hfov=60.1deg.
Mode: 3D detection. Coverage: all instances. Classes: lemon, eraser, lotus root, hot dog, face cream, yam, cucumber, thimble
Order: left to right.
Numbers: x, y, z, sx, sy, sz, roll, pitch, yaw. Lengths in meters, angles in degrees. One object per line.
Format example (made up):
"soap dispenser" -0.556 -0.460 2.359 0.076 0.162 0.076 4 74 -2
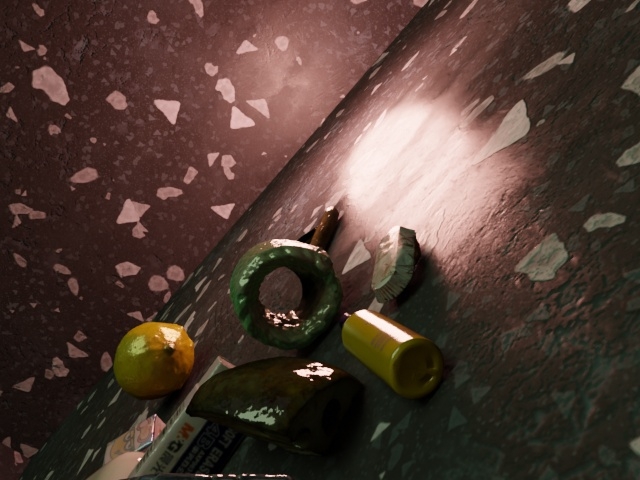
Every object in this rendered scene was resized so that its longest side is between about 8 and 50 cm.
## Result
"lemon" -0.498 0.359 1.655 0.288 0.233 0.233 -45 14 47
"eraser" -0.233 0.377 1.065 0.287 0.130 0.086 -55 13 -11
"lotus root" -0.080 0.246 0.879 0.314 0.210 0.142 -10 52 47
"thimble" -0.069 0.098 1.102 0.219 0.219 0.150 -51 15 -2
"cucumber" -0.034 -0.007 1.567 0.135 0.033 0.034 -32 21 47
"yam" 0.000 0.000 1.437 0.046 0.046 0.264 -36 22 42
"face cream" 0.082 0.148 0.808 0.078 0.078 0.273 -52 16 -7
"hot dog" 0.133 0.037 0.974 0.099 0.053 0.192 -41 15 26

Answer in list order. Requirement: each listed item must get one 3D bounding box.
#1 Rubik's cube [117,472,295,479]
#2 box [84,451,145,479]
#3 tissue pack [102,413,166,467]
"Rubik's cube" -0.106 0.356 0.498 0.319 0.264 0.319 -45 16 17
"box" -0.475 0.624 1.140 0.289 0.141 0.349 -39 18 31
"tissue pack" -0.470 0.531 1.405 0.155 0.065 0.115 -31 25 1
